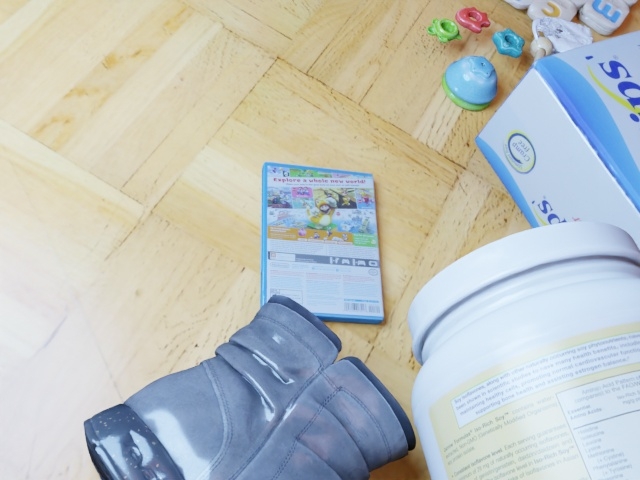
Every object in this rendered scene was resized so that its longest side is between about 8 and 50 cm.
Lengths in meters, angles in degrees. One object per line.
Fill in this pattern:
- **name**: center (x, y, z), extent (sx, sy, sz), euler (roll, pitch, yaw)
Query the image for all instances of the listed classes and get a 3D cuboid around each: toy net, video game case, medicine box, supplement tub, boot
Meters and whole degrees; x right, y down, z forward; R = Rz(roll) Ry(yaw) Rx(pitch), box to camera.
- **toy net**: center (0.241, -0.243, 0.880), extent (0.232, 0.045, 0.122), euler (-20, 68, -26)
- **video game case**: center (0.000, 0.000, 0.695), extent (0.119, 0.015, 0.166), euler (5, 62, -13)
- **medicine box**: center (0.371, -0.083, 0.768), extent (0.289, 0.149, 0.264), euler (-20, 70, -25)
- **supplement tub**: center (0.206, 0.178, 0.516), extent (0.240, 0.241, 0.332), euler (-3, 56, -17)
- **boot**: center (-0.002, 0.210, 0.526), extent (0.222, 0.118, 0.338), euler (-29, 77, -29)

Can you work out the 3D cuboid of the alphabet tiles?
- **alphabet tiles**: center (0.325, -0.409, 1.004), extent (0.284, 0.021, 0.278), euler (37, 59, 5)
